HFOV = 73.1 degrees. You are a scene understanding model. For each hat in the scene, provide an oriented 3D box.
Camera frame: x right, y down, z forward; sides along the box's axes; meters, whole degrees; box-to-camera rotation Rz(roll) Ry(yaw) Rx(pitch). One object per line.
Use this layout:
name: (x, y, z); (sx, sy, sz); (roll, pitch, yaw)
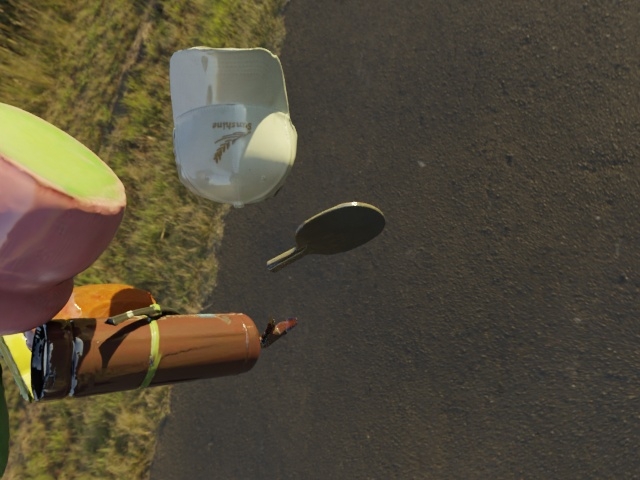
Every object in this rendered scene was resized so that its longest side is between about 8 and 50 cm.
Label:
hat: (-0.156, -0.207, 0.798); (0.301, 0.258, 0.167); (98, 162, -55)

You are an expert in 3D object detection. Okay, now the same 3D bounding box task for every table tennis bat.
table tennis bat: (0.000, 0.000, 0.735); (0.235, 0.131, 0.022); (-28, 55, 28)

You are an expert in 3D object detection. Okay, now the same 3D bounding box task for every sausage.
sausage: (-0.444, 0.164, 0.856); (0.141, 0.268, 0.153); (-4, 86, 20)

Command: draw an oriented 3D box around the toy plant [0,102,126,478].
toy plant: (-0.367, 0.049, 0.453); (0.317, 0.210, 0.356); (44, 91, 7)

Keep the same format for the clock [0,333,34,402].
clock: (-0.730, 0.255, 1.045); (0.294, 0.071, 0.276); (-7, 105, 47)

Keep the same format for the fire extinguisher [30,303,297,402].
fire extinguisher: (-0.190, 0.140, 0.600); (0.141, 0.342, 0.105); (-43, 56, 37)
